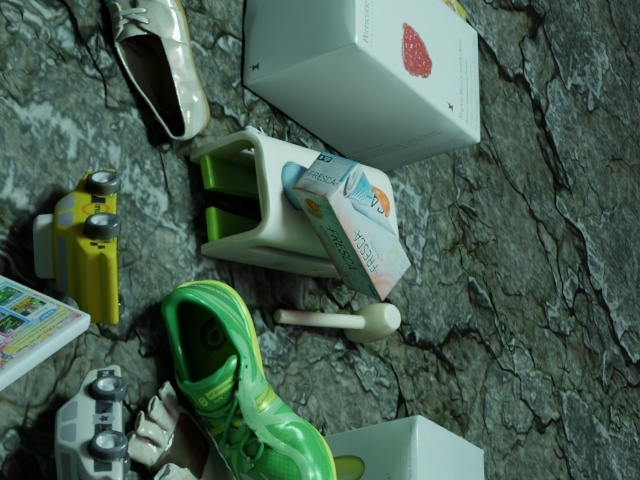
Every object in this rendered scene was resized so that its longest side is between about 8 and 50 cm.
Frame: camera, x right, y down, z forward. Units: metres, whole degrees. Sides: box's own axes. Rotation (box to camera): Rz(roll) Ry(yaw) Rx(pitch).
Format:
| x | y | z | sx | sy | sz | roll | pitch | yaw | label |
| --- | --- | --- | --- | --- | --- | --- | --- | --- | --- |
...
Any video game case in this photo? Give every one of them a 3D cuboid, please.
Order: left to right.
| x | y | z | sx | sy | sz | roll | pitch | yaw | label |
| --- | --- | --- | --- | --- | --- | --- | --- | --- | --- |
| -0.304 | 0.075 | 1.451 | 0.157 | 0.143 | 0.019 | -38 | 146 | -57 | video game case |

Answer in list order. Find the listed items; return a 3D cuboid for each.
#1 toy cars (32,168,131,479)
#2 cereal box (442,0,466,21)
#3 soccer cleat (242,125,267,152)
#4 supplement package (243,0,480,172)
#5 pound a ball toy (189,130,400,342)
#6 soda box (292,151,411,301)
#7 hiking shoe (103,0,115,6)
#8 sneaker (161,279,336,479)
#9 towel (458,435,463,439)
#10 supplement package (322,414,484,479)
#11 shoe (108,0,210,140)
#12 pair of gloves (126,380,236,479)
| x | y | z | sx | sy | sz | roll | pitch | yaw | label |
| --- | --- | --- | --- | --- | --- | --- | --- | --- | --- |
| -0.228 | 0.102 | 1.579 | 0.176 | 0.087 | 0.394 | 103 | -16 | -69 | toy cars |
| 0.131 | -0.330 | 2.398 | 0.240 | 0.047 | 0.173 | 41 | 44 | -41 | cereal box |
| -0.087 | -0.119 | 1.976 | 0.083 | 0.029 | 0.036 | -13 | 78 | -62 | soccer cleat |
| 0.057 | -0.235 | 2.113 | 0.293 | 0.175 | 0.178 | 31 | 52 | -47 | supplement package |
| 0.000 | 0.000 | 1.953 | 0.319 | 0.135 | 0.208 | 13 | 65 | -54 | pound a ball toy |
| 0.037 | -0.014 | 1.866 | 0.063 | 0.058 | 0.183 | -52 | 139 | -22 | soda box |
| -0.276 | -0.405 | 1.769 | 0.132 | 0.113 | 0.304 | 78 | 3 | -66 | hiking shoe |
| -0.089 | 0.175 | 1.714 | 0.296 | 0.109 | 0.123 | 59 | 17 | 17 | sneaker |
| 0.153 | 0.352 | 2.138 | 0.102 | 0.021 | 0.237 | 64 | 33 | -13 | towel |
| 0.062 | 0.321 | 1.834 | 0.149 | 0.203 | 0.194 | 34 | 48 | -46 | supplement package |
| -0.182 | -0.211 | 1.821 | 0.219 | 0.076 | 0.058 | 68 | 27 | -13 | shoe |
| -0.148 | 0.287 | 1.675 | 0.204 | 0.042 | 0.240 | 55 | 37 | -28 | pair of gloves |
